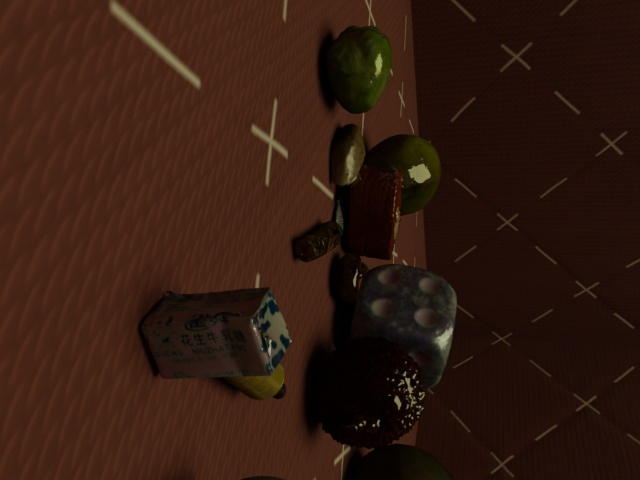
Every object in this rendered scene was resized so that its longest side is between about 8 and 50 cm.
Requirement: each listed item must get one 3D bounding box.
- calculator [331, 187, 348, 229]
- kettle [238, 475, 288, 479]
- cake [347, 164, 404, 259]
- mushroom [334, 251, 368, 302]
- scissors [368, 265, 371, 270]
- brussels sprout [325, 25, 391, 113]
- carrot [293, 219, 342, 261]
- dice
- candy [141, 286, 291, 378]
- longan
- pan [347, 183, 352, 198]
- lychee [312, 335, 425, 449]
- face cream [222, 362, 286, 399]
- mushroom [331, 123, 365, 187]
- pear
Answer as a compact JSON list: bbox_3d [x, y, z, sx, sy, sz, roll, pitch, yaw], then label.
[{"bbox_3d":[0.055,-0.075,1.416,0.094,0.019,0.141,64,32,-49],"label":"calculator"},{"bbox_3d":[-0.154,0.473,0.526,0.361,0.250,0.377,-60,160,5],"label":"kettle"},{"bbox_3d":[0.148,-0.074,1.462,0.177,0.151,0.282,-51,150,-59],"label":"cake"},{"bbox_3d":[0.081,0.093,1.414,0.170,0.080,0.135,-48,150,-66],"label":"mushroom"},{"bbox_3d":[0.177,0.169,1.811,0.110,0.021,0.212,-64,150,-47],"label":"scissors"},{"bbox_3d":[0.100,-0.423,1.299,0.223,0.161,0.223,6,90,-67],"label":"brussels sprout"},{"bbox_3d":[-0.001,0.001,1.186,0.229,0.069,0.068,-33,123,-68],"label":"carrot"},{"bbox_3d":[0.229,0.248,1.496,0.270,0.272,0.270,-70,169,-45],"label":"dice"},{"bbox_3d":[-0.127,0.111,0.632,0.073,0.160,0.092,-65,144,-59],"label":"candy"},{"bbox_3d":[0.262,0.814,1.598,0.404,0.336,0.404,59,6,-11],"label":"longan"},{"bbox_3d":[0.075,-0.169,1.460,0.068,0.024,0.115,60,33,-60],"label":"pan"},{"bbox_3d":[0.113,0.362,1.235,0.300,0.265,0.264,-46,134,-62],"label":"lychee"},{"bbox_3d":[-0.108,0.203,0.827,0.273,0.078,0.078,63,33,-56],"label":"face cream"},{"bbox_3d":[0.074,-0.239,1.381,0.209,0.072,0.094,-71,147,-42],"label":"mushroom"},{"bbox_3d":[0.253,-0.208,1.652,0.321,0.269,0.268,-34,124,-55],"label":"pear"}]
